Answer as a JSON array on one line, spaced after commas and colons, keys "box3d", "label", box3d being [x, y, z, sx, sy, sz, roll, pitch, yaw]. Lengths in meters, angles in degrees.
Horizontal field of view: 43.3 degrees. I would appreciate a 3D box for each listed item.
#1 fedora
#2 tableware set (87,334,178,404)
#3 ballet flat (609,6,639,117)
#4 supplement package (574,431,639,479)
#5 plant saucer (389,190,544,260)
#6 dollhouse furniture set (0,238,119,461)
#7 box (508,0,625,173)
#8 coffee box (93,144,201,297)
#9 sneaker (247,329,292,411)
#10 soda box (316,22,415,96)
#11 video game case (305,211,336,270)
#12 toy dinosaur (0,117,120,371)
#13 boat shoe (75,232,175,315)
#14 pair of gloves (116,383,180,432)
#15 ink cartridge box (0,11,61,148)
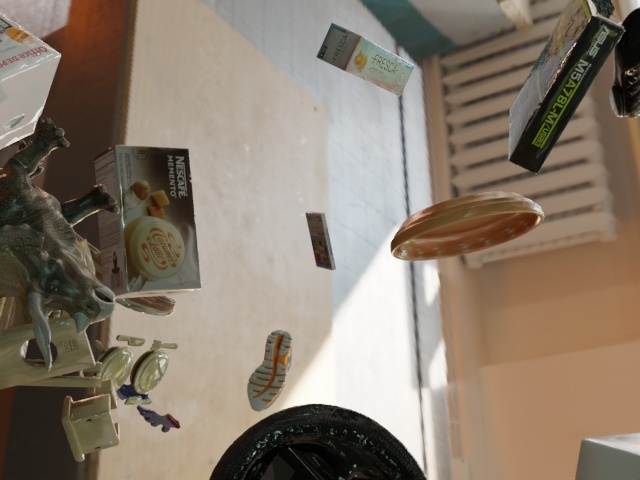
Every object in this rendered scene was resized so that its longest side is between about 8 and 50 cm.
[{"box3d": [-0.002, 0.378, 1.090, 0.152, 0.333, 0.334, 164, -89, -81], "label": "fedora"}, {"box3d": [-0.334, 0.222, 1.401, 0.128, 0.039, 0.194, -64, 156, -1], "label": "tableware set"}, {"box3d": [0.379, -0.213, 0.957, 0.173, 0.049, 0.058, 72, -1, -57], "label": "ballet flat"}, {"box3d": [0.370, 0.285, 0.848, 0.244, 0.139, 0.134, 14, 86, -51], "label": "supplement package"}, {"box3d": [0.184, -0.019, 1.039, 0.200, 0.199, 0.037, 14, 61, -58], "label": "plant saucer"}, {"box3d": [-0.279, 0.115, 0.847, 0.182, 0.101, 0.161, -119, -161, -63], "label": "dollhouse furniture set"}, {"box3d": [0.281, -0.195, 0.946, 0.045, 0.184, 0.191, 26, 30, -1], "label": "box"}, {"box3d": [-0.295, -0.030, 1.376, 0.141, 0.098, 0.247, 0, 81, -37], "label": "coffee box"}, {"box3d": [-0.111, 0.316, 1.904, 0.083, 0.084, 0.215, 89, 18, -47], "label": "sneaker"}, {"box3d": [0.074, -0.279, 1.257, 0.183, 0.063, 0.058, 7, 112, -58], "label": "soda box"}, {"box3d": [0.000, 0.000, 1.701, 0.011, 0.087, 0.122, -15, 100, -22], "label": "video game case"}, {"box3d": [-0.282, -0.011, 0.691, 0.160, 0.313, 0.121, -51, 130, -34], "label": "toy dinosaur"}, {"box3d": [-0.467, 0.077, 1.857, 0.324, 0.123, 0.116, 30, 82, -29], "label": "boat shoe"}, {"box3d": [-0.424, 0.395, 1.942, 0.198, 0.159, 0.023, 50, 56, -19], "label": "pair of gloves"}, {"box3d": [-0.569, -0.271, 1.270, 0.232, 0.168, 0.171, 35, 33, 1], "label": "ink cartridge box"}]
